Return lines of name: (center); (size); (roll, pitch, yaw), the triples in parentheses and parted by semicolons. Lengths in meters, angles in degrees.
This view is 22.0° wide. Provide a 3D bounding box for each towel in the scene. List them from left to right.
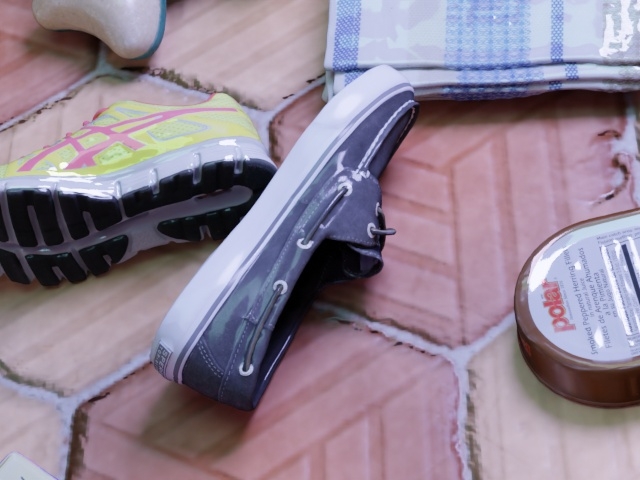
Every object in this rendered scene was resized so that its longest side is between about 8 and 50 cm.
towel: (0.143, -0.178, 1.013); (0.285, 0.034, 0.209); (-2, 67, 15)

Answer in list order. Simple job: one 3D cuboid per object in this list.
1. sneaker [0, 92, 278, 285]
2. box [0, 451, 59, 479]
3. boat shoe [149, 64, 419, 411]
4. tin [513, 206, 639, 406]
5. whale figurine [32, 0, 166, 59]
sneaker: (-0.131, -0.038, 0.987); (0.208, 0.081, 0.094); (-9, 47, -3)
box: (-0.043, 0.230, 0.653); (0.243, 0.213, 0.117); (27, 64, 32)
boat shoe: (0.000, 0.000, 0.919); (0.076, 0.080, 0.228); (32, 62, 15)
tin: (0.195, 0.025, 0.866); (0.189, 0.040, 0.106); (-14, 46, 5)
whale figurine: (-0.088, -0.246, 1.121); (0.216, 0.141, 0.272); (21, 85, 29)
